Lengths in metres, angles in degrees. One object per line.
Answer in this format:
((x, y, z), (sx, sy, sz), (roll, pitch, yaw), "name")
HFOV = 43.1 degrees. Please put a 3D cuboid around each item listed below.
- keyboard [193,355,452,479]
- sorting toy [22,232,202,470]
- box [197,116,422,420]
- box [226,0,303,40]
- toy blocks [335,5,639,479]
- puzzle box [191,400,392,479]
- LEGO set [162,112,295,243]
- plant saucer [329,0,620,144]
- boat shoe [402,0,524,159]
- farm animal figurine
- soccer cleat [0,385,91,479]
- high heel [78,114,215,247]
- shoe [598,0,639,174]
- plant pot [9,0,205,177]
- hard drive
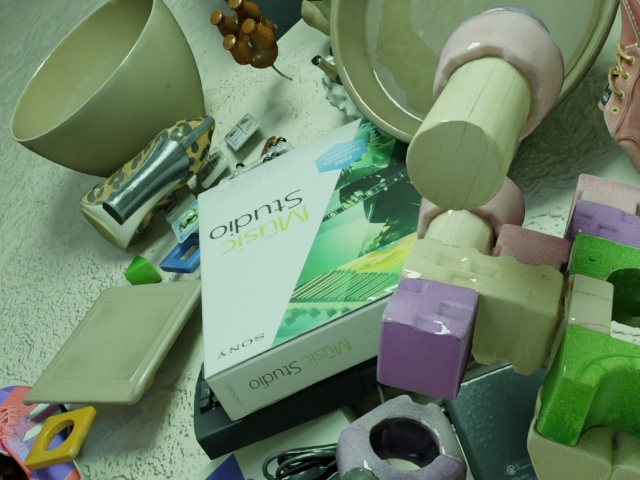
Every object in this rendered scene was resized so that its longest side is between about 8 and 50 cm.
((0.041, 0.099, 0.659), (0.317, 0.033, 0.202), (-25, 37, 7), "keyboard")
((-0.224, 0.123, 0.924), (0.196, 0.047, 0.348), (-10, 36, 34), "sorting toy")
((0.000, 0.000, 0.755), (0.232, 0.058, 0.322), (-25, 32, 5), "box")
((-0.054, -0.528, 1.277), (0.343, 0.179, 0.312), (-42, 38, 6), "box")
((0.182, 0.033, 0.476), (0.288, 0.309, 0.260), (16, 35, 12), "toy blocks")
((-0.012, 0.305, 0.569), (0.272, 0.052, 0.409), (-44, 36, 4), "puzzle box")
((-0.112, -0.066, 1.031), (0.182, 0.060, 0.244), (-47, 25, 0), "LEGO set")
((0.133, -0.216, 0.727), (0.277, 0.041, 0.278), (-3, 84, 33), "plant saucer")
((0.167, -0.226, 0.825), (0.135, 0.156, 0.367), (-8, 80, 34), "boat shoe")
((0.042, -0.328, 1.009), (0.326, 0.172, 0.330), (32, 94, 34), "farm animal figurine")
((-0.339, 0.236, 0.898), (0.109, 0.116, 0.318), (-50, 37, -4), "soccer cleat")
((-0.233, -0.083, 1.116), (0.186, 0.093, 0.261), (-47, 13, -21), "high heel")
((0.247, -0.134, 0.626), (0.081, 0.178, 0.063), (-25, 19, 32), "shoe")
((-0.280, -0.200, 1.182), (0.284, 0.191, 0.284), (-26, 42, 26), "plant pot")
((0.147, 0.145, 0.536), (0.094, 0.022, 0.135), (-22, 58, 6), "hard drive")
